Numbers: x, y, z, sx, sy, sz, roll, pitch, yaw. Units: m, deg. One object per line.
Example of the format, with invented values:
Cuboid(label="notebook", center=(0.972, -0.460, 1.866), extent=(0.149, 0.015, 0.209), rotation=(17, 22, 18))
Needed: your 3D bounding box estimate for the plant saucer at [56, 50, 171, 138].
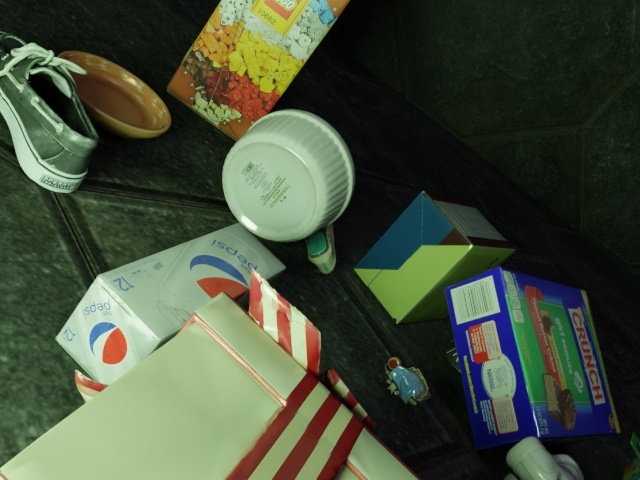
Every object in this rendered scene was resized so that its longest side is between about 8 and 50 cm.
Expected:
Cuboid(label="plant saucer", center=(-0.337, -0.229, 1.084), extent=(0.200, 0.037, 0.200), rotation=(33, 25, -18))

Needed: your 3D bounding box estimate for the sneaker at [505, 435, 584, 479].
Cuboid(label="sneaker", center=(0.342, 0.359, 0.969), extent=(0.212, 0.080, 0.094), rotation=(36, 12, -43))

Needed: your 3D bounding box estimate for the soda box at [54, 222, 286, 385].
Cuboid(label="soda box", center=(-0.153, 0.066, 0.767), extent=(0.091, 0.098, 0.286), rotation=(44, 23, 8))

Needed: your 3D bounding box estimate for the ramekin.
Cuboid(label="ramekin", center=(-0.058, -0.094, 1.067), extent=(0.207, 0.207, 0.109), rotation=(41, 34, 2))

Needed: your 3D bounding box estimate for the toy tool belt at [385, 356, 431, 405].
Cuboid(label="toy tool belt", center=(0.122, 0.206, 0.985), extent=(0.083, 0.052, 0.051), rotation=(51, 18, 25))

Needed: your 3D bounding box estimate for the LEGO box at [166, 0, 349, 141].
Cuboid(label="LEGO box", center=(-0.097, -0.473, 1.449), extent=(0.193, 0.372, 0.500), rotation=(35, 25, -12))

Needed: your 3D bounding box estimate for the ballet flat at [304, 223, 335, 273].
Cuboid(label="ballet flat", center=(0.000, 0.000, 1.181), extent=(0.052, 0.057, 0.168), rotation=(60, 17, -30))

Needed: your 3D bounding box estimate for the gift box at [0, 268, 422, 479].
Cuboid(label="gift box", center=(-0.093, 0.190, 0.445), extent=(0.276, 0.255, 0.258), rotation=(48, 26, 3))

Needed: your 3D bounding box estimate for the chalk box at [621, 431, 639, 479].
Cuboid(label="chalk box", center=(0.642, 0.451, 1.227), extent=(0.213, 0.132, 0.132), rotation=(47, 25, 17))

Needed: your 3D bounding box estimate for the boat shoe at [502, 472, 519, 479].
Cuboid(label="boat shoe", center=(0.259, 0.371, 0.892), extent=(0.065, 0.083, 0.183), rotation=(44, -3, 7))

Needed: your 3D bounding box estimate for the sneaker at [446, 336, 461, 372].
Cuboid(label="sneaker", center=(0.296, 0.194, 1.232), extent=(0.094, 0.081, 0.208), rotation=(51, 29, -5))

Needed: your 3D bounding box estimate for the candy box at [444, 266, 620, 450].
Cuboid(label="candy box", center=(0.366, 0.207, 1.139), extent=(0.317, 0.122, 0.268), rotation=(15, 60, -45))

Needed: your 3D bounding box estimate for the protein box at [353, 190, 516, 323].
Cuboid(label="protein box", center=(0.211, 0.034, 1.229), extent=(0.201, 0.200, 0.136), rotation=(4, 42, -53))

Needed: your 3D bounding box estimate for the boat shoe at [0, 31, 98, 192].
Cuboid(label="boat shoe", center=(-0.376, -0.203, 0.895), extent=(0.113, 0.105, 0.306), rotation=(13, 36, -46))
